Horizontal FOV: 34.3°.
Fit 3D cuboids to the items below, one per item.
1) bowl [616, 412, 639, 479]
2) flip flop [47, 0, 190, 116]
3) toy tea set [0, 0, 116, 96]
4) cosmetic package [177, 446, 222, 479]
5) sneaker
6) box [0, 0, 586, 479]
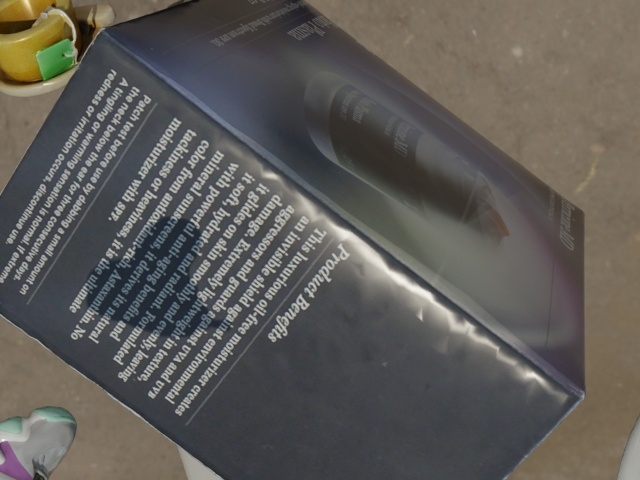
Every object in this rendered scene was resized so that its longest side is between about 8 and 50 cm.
[{"bbox_3d":[0.359,0.205,0.703,0.298,0.297,0.134,8,170,-21],"label":"bowl"},{"bbox_3d":[-0.210,-0.159,1.169,0.277,0.112,0.080,-46,135,-2],"label":"flip flop"},{"bbox_3d":[-0.212,-0.216,0.752,0.200,0.336,0.124,20,146,34],"label":"toy tea set"},{"bbox_3d":[0.039,0.132,1.076,0.366,0.155,0.197,-21,-171,-28],"label":"cosmetic package"},{"bbox_3d":[-0.103,0.107,0.338,0.098,0.069,0.038,-46,156,-17],"label":"sneaker"},{"bbox_3d":[0.000,0.000,0.647,0.294,0.296,0.182,38,114,-2],"label":"box"}]
